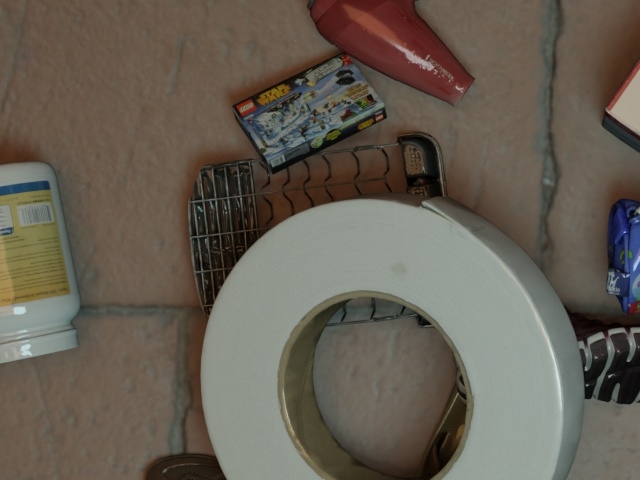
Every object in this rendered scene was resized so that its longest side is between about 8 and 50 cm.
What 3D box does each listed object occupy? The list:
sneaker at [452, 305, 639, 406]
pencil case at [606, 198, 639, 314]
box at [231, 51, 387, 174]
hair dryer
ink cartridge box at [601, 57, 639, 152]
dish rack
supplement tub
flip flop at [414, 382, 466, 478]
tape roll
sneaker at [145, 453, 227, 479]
[{"bbox_3d":[0.258,0.082,1.821,0.281,0.106,0.162,-3,48,-18],"label":"sneaker"},{"bbox_3d":[0.429,-0.002,1.748,0.306,0.133,0.119,-7,51,6],"label":"pencil case"},{"bbox_3d":[-0.012,-0.134,1.842,0.137,0.027,0.094,-26,51,-8],"label":"box"},{"bbox_3d":[0.093,-0.278,1.843,0.224,0.080,0.293,-14,89,5],"label":"hair dryer"},{"bbox_3d":[0.367,-0.139,1.768,0.127,0.176,0.128,34,93,7],"label":"ink cartridge box"},{"bbox_3d":[0.000,0.000,1.860,0.272,0.074,0.208,-6,88,8],"label":"dish rack"},{"bbox_3d":[-0.331,0.026,1.855,0.144,0.144,0.199,-11,89,6],"label":"supplement tub"},{"bbox_3d":[0.154,0.249,1.837,0.112,0.080,0.277,19,92,6],"label":"flip flop"},{"bbox_3d":[0.065,0.144,1.730,0.392,0.072,0.392,4,98,26],"label":"tape roll"},{"bbox_3d":[-0.097,0.271,1.868,0.188,0.071,0.066,13,92,5],"label":"sneaker"}]
